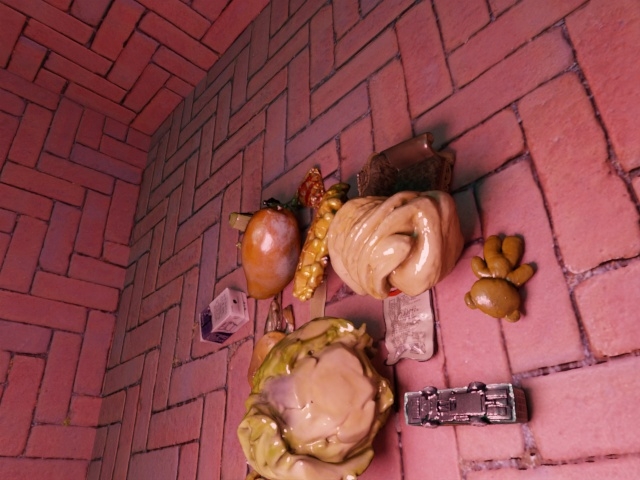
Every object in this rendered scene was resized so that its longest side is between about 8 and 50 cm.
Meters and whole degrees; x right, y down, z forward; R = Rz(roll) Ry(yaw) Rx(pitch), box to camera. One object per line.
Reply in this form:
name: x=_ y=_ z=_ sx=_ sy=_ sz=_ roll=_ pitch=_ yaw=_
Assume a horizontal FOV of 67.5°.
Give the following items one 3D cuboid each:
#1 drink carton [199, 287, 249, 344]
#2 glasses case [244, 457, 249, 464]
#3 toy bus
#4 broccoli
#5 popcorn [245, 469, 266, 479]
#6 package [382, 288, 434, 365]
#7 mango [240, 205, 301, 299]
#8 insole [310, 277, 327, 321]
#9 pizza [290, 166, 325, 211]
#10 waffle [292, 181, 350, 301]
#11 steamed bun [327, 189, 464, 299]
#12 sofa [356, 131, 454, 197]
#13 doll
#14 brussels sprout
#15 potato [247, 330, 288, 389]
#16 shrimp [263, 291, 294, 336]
drink carton: x=-0.395 y=0.310 z=1.952 sx=0.222 sy=0.101 sz=0.134 roll=-43 pitch=42 yaw=30
glasses case: x=-0.063 y=0.622 z=1.291 sx=0.308 sy=0.128 sz=0.083 roll=16 pitch=92 yaw=32
toy bus: x=0.310 y=0.366 z=1.049 sx=0.261 sy=0.109 sz=0.091 roll=-21 pitch=55 yaw=42
broccoli: x=-0.232 y=-0.055 z=1.817 sx=0.263 sy=0.243 sz=0.247 roll=-25 pitch=56 yaw=47
popcorn: x=-0.200 y=0.809 z=1.425 sx=0.168 sy=0.173 sz=0.195 roll=38 pitch=75 yaw=16
package: x=0.234 y=0.223 z=1.280 sx=0.166 sy=0.040 sz=0.232 roll=-27 pitch=44 yaw=37
mango: x=-0.172 y=0.055 z=1.644 sx=0.198 sy=0.221 sz=0.384 roll=31 pitch=123 yaw=23
insole: x=-0.009 y=0.222 z=1.594 sx=0.081 sy=0.011 sz=0.248 roll=-23 pitch=55 yaw=42
pizza: x=-0.036 y=-0.177 z=1.792 sx=0.199 sy=0.062 sz=0.188 roll=39 pitch=105 yaw=51
waffle: x=0.000 y=0.000 z=1.506 sx=0.382 sy=0.095 sz=0.380 roll=-80 pitch=9 yaw=-73
steamed bun: x=0.180 y=0.030 z=1.197 sx=0.372 sy=0.324 sz=0.231 roll=-17 pitch=53 yaw=44
sofa: x=0.232 y=-0.164 z=1.327 sx=0.200 sy=0.182 sz=0.259 roll=-15 pitch=50 yaw=46
doll: x=0.412 y=0.084 z=1.105 sx=0.137 sy=0.097 sz=0.210 roll=14 pitch=64 yaw=22
brussels sprout: x=-0.015 y=0.421 z=1.228 sx=0.425 sy=0.342 sz=0.361 roll=-57 pitch=-6 yaw=-36
potato: x=-0.155 y=0.411 z=1.575 sx=0.150 sy=0.146 sz=0.234 roll=-108 pitch=34 yaw=-64
shrimp: x=-0.144 y=0.286 z=1.691 sx=0.145 sy=0.059 sz=0.255 roll=-5 pitch=69 yaw=47
